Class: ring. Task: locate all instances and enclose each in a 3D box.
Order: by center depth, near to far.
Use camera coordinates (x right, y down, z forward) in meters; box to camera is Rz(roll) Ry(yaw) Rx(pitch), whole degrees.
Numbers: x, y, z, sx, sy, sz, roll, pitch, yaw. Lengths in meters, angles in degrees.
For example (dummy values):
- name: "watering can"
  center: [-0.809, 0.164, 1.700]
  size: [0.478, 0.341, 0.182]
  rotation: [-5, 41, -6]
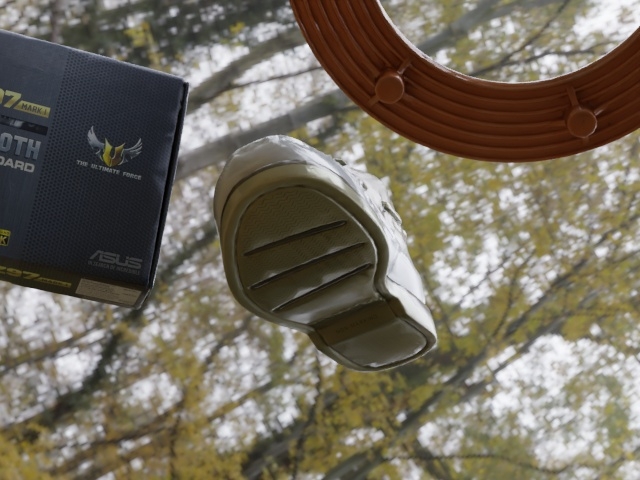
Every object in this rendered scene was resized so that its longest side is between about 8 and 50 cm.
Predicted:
- name: "ring"
  center: [0.136, -0.209, 0.764]
  size: [0.336, 0.032, 0.337]
  rotation: [1, -66, 3]

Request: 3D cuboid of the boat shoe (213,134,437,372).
- name: "boat shoe"
  center: [0.000, 0.000, 0.807]
  size: [0.302, 0.113, 0.103]
  rotation: [56, 17, -60]

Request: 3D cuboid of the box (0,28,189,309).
- name: "box"
  center: [-0.228, -0.062, 0.858]
  size: [0.059, 0.232, 0.183]
  rotation: [132, -32, -61]
